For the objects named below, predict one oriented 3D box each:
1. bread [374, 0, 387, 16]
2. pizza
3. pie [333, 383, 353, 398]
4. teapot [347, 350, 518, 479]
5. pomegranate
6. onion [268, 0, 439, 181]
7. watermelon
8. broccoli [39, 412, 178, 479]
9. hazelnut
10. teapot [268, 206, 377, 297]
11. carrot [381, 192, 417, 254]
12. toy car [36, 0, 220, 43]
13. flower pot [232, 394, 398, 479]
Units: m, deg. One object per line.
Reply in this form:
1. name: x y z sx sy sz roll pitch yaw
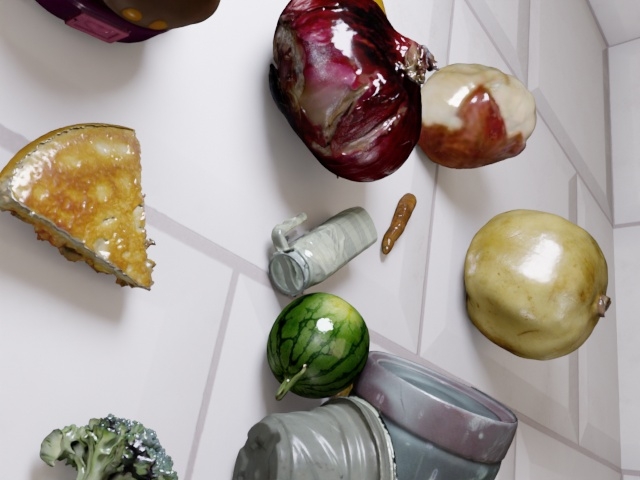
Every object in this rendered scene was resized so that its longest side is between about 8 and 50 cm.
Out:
1. bread: 0.077 -0.396 1.043 0.092 0.074 0.239 58 2 32
2. pizza: -0.244 -0.024 0.630 0.201 0.053 0.193 -38 111 -60
3. pie: 0.044 0.193 0.970 0.092 0.034 0.170 27 56 -44
4. teapot: 0.128 0.350 0.901 0.312 0.233 0.315 -66 156 1
5. pomegranate: 0.473 0.091 1.313 0.332 0.332 0.332 14 72 -50
6. onion: 0.056 -0.247 0.912 0.314 0.232 0.314 47 29 -37
7. watermelon: -0.014 0.154 0.820 0.187 0.140 0.141 -40 114 -44
8. broccoli: -0.227 0.267 0.571 0.204 0.118 0.122 -55 137 -23
9. hazelnut: 0.314 -0.259 1.285 0.241 0.261 0.261 91 24 -44
10. teapot: 0.000 0.000 0.919 0.200 0.077 0.107 -33 103 -49
11. carrot: 0.149 -0.031 1.148 0.036 0.035 0.165 53 48 -31
12. toy car: -0.185 -0.392 0.634 0.271 0.240 0.341 9 78 -52
13. flower pot: -0.023 0.300 0.744 0.140 0.235 0.235 17 68 -25
